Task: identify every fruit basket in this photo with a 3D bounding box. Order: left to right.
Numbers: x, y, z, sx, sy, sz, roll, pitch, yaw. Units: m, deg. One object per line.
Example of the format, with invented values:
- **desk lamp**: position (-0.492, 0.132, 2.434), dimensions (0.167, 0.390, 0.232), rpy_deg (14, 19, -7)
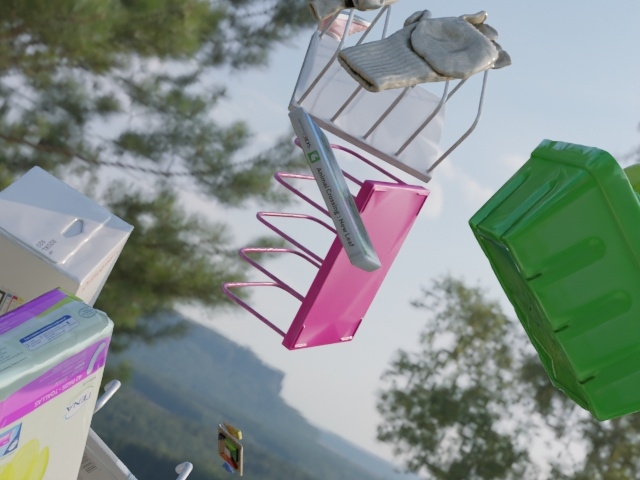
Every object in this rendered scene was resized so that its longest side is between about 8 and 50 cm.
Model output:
- **fruit basket**: position (0.433, 0.012, 1.490), dimensions (0.392, 0.392, 0.283), rpy_deg (31, 3, -14)

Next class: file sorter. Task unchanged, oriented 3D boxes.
- **file sorter**: position (0.000, 0.000, 1.750), dimensions (0.182, 0.290, 0.202), rpy_deg (34, 16, 26)
- **file sorter**: position (0.122, -0.270, 1.838), dimensions (0.278, 0.192, 0.173), rpy_deg (26, -39, -14)

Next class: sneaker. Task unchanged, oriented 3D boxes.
- **sneaker**: position (0.044, -0.436, 2.242), dimensions (0.134, 0.070, 0.051), rpy_deg (2, 27, -45)

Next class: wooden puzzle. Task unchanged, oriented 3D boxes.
- **wooden puzzle**: position (-0.154, 0.353, 1.835), dimensions (0.078, 0.014, 0.116), rpy_deg (32, -46, 44)

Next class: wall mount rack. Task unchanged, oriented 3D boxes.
- **wall mount rack**: position (-0.404, 0.406, 1.942), dimensions (0.304, 0.130, 0.350), rpy_deg (-33, -79, 30)

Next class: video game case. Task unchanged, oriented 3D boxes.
- **video game case**: position (0.022, -0.056, 1.339), dimensions (0.212, 0.023, 0.193), rpy_deg (25, 42, -81)

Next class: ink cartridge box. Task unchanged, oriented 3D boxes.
- **ink cartridge box**: position (-0.399, 0.053, 1.496), dimensions (0.168, 0.232, 0.171), rpy_deg (33, 31, -2)

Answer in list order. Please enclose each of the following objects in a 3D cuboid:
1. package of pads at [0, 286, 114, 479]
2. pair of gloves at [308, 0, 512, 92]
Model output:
- **package of pads**: position (-0.364, 0.220, 1.273), dimensions (0.101, 0.296, 0.229), rpy_deg (26, 26, 17)
- **pair of gloves**: position (0.090, -0.256, 1.223), dimensions (0.240, 0.204, 0.042), rpy_deg (59, -32, 36)
